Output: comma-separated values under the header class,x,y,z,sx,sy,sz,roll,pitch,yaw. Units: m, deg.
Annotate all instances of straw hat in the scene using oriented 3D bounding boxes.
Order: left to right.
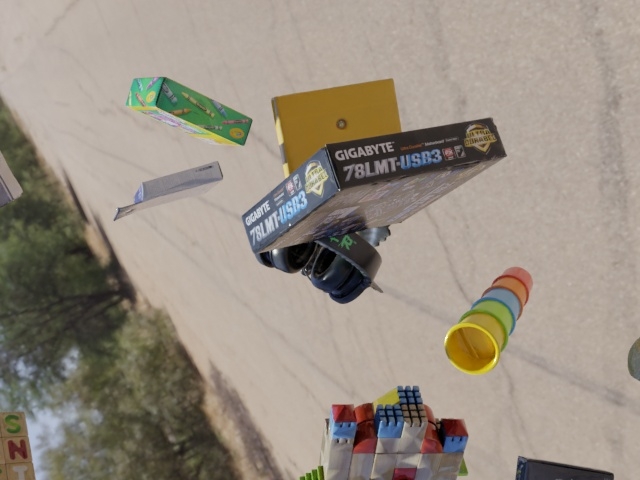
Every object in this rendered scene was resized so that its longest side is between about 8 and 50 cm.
class,x,y,z,sx,sy,sz,roll,pitch,yaw
straw hat,0.442,0.159,1.041,0.061,0.144,0.144,21,148,15

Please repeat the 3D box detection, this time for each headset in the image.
class,x,y,z,sx,sy,sz,roll,pitch,yaw
headset,0.000,0.000,1.519,0.243,0.185,0.394,27,165,1

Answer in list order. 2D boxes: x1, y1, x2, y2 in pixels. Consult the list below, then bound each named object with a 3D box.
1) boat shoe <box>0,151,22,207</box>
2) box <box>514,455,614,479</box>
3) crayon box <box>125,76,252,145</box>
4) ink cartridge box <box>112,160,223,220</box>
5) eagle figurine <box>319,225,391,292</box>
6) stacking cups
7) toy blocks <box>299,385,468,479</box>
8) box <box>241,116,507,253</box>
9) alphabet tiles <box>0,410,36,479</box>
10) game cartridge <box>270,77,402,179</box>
class,x,y,z,sx,sy,sz,roll,pitch,yaw
boat shoe,-0.761,-0.151,1.660,0.127,0.158,0.341,38,158,22
box,0.464,0.552,1.532,0.059,0.183,0.233,127,154,-80
crayon box,-0.336,-0.328,2.018,0.165,0.278,0.081,12,83,49
ink cartridge box,-0.333,-0.104,1.662,0.045,0.223,0.223,72,162,-2
eagle figurine,0.030,0.003,1.968,0.226,0.298,0.225,56,-139,-78
stacking cups,0.311,0.129,1.417,0.096,0.316,0.096,9,112,23
toy blocks,0.154,0.422,1.663,0.191,0.381,0.261,-99,13,-54
box,0.071,-0.076,1.158,0.295,0.293,0.073,-34,73,58
alphabet tiles,-0.686,0.434,1.499,0.011,0.285,0.343,-43,55,31
game cartridge,0.053,-0.182,1.761,0.052,0.285,0.324,-160,59,-72
